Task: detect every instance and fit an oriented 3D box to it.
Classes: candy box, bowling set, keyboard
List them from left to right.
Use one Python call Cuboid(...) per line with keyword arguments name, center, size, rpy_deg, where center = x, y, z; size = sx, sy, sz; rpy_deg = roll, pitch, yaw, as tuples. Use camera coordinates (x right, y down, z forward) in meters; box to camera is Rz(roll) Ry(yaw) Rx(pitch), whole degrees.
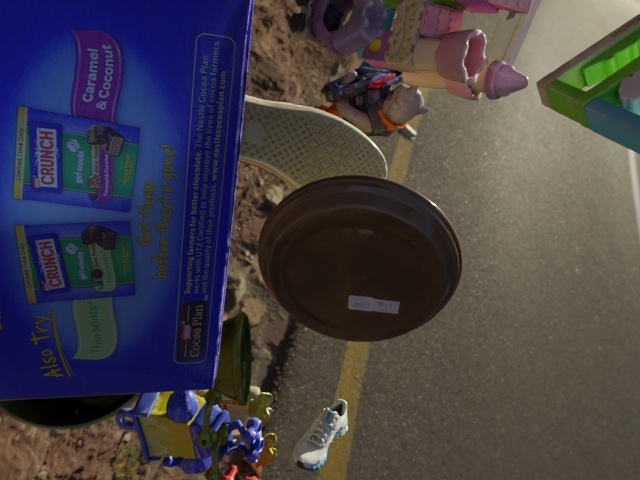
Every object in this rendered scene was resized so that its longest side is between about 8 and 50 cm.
Cuboid(name="candy box", center=(-0.217, -0.043, 0.326), size=(0.317, 0.268, 0.122), rpy_deg=(2, 22, -19))
Cuboid(name="bowling set", center=(-0.203, 0.413, 1.151), size=(0.154, 0.287, 0.200), rpy_deg=(-1, 69, -6))
Cuboid(name="keyboard", center=(0.311, -0.360, 0.846), size=(0.014, 0.072, 0.256), rpy_deg=(29, 80, -24))

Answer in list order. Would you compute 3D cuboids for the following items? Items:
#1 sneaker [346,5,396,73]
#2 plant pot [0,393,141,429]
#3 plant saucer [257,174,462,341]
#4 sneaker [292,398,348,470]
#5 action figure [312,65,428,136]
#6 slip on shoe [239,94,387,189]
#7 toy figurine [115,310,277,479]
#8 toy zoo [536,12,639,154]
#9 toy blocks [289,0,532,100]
Cuboid(name="sneaker", center=(0.106, -0.483, 1.261), size=(0.092, 0.229, 0.087), rpy_deg=(33, 33, 24))
Cuboid(name="plant pot", center=(-0.401, 0.201, 0.947), size=(0.274, 0.293, 0.275), rpy_deg=(5, 65, -10))
Cuboid(name="plant saucer", center=(0.049, 0.041, 0.722), size=(0.278, 0.278, 0.041), rpy_deg=(32, 35, -15))
Cuboid(name="sneaker", center=(0.002, 0.397, 1.132), size=(0.071, 0.083, 0.190), rpy_deg=(20, 27, 20))
Cuboid(name="action figure", center=(0.108, -0.300, 1.198), size=(0.341, 0.330, 0.179), rpy_deg=(-31, 114, -32))
Cuboid(name="slip on shoe", center=(-0.056, -0.144, 0.800), size=(0.331, 0.123, 0.101), rpy_deg=(16, 10, -12))
Cuboid(name="toy figurine", center=(-0.197, 0.260, 0.734), size=(0.217, 0.363, 0.191), rpy_deg=(7, 36, 13))
Cuboid(name="toy zoo", center=(0.331, -0.120, 0.400), size=(0.030, 0.192, 0.293), rpy_deg=(54, 3, -35))
Cuboid(name="toy blocks", center=(0.181, -0.332, 0.654), size=(0.260, 0.289, 0.309), rpy_deg=(20, 11, 38))
